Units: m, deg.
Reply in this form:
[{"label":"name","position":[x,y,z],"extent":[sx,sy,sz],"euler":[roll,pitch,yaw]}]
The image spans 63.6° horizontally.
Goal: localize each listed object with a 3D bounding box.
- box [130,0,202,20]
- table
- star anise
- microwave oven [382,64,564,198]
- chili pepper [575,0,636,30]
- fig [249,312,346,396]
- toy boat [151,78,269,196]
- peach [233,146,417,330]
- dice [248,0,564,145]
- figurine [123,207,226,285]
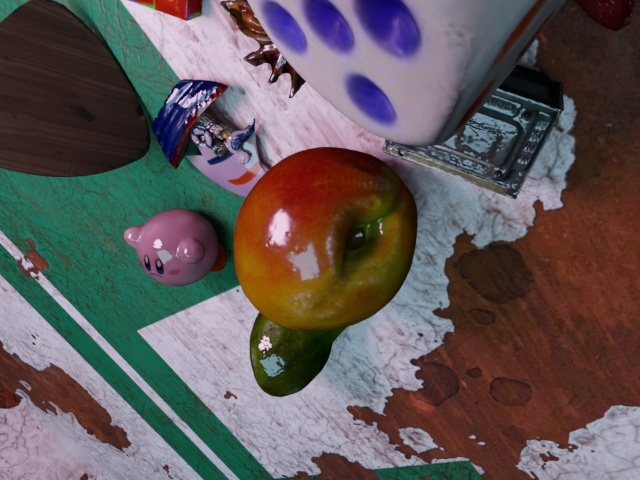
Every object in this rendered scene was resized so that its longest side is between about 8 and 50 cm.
[{"label":"box","position":[-0.275,-0.436,0.825],"extent":[0.175,0.048,0.112],"euler":[22,130,10]},{"label":"table","position":[-0.537,-0.258,0.987],"extent":[0.249,0.317,0.317],"euler":[-5,122,44]},{"label":"star anise","position":[-0.022,-0.322,0.761],"extent":[0.214,0.099,0.220],"euler":[-26,105,22]},{"label":"microwave oven","position":[0.211,-0.172,0.731],"extent":[0.205,0.129,0.163],"euler":[21,130,10]},{"label":"chili pepper","position":[0.252,-0.400,0.571],"extent":[0.110,0.110,0.387],"euler":[-32,109,38]},{"label":"fig","position":[-0.025,0.212,1.096],"extent":[0.235,0.203,0.203],"euler":[-15,118,6]},{"label":"toy boat","position":[-0.188,-0.158,0.986],"extent":[0.219,0.072,0.318],"euler":[-15,125,30]},{"label":"peach","position":[0.000,0.000,0.853],"extent":[0.308,0.308,0.332],"euler":[45,161,-9]},{"label":"dice","position":[0.093,-0.300,0.521],"extent":[0.304,0.277,0.304],"euler":[40,167,9]},{"label":"figurine","position":[-0.298,0.014,1.078],"extent":[0.173,0.173,0.173],"euler":[13,127,17]}]
